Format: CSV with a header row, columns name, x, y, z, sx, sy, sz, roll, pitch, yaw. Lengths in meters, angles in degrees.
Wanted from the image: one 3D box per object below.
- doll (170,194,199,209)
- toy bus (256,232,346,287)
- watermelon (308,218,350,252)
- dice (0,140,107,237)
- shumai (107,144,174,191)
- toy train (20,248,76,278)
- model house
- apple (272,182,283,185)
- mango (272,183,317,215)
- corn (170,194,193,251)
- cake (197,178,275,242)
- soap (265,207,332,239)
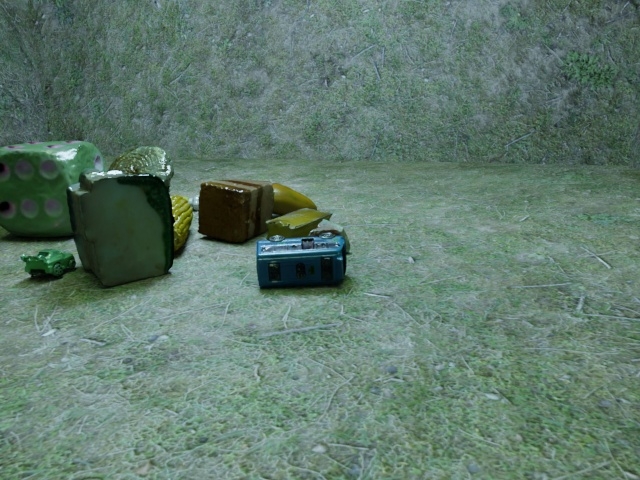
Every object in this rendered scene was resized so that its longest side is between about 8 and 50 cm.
name,x,y,z,sx,sy,sz,roll,pitch,yaw
doll,-0.573,-0.161,2.293,0.163,0.062,0.106,-1,21,1
toy bus,-0.050,0.057,1.458,0.247,0.113,0.134,-3,21,-2
watermelon,-0.001,-0.007,1.714,0.158,0.097,0.121,-12,19,-21
dice,-0.983,-0.192,1.971,0.323,0.318,0.330,-1,16,0
shumai,-0.804,-0.260,2.507,0.310,0.303,0.263,-1,-18,6
toy train,-0.770,0.059,1.534,0.099,0.081,0.149,2,17,10
model house,-0.589,-0.057,1.538,0.243,0.298,0.284,-15,21,-40
apple,-0.187,-0.176,2.244,0.126,0.102,0.126,22,42,-21
mango,-0.132,-0.154,2.126,0.254,0.113,0.138,15,16,-17
corn,-0.509,-0.064,1.834,0.144,0.143,0.387,-3,15,-9
cake,-0.277,-0.116,1.928,0.199,0.196,0.293,9,15,25
soap,-0.073,-0.053,1.895,0.135,0.076,0.233,13,20,35
